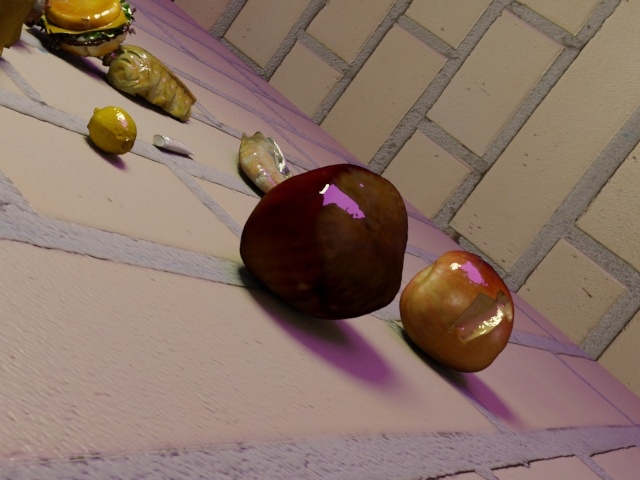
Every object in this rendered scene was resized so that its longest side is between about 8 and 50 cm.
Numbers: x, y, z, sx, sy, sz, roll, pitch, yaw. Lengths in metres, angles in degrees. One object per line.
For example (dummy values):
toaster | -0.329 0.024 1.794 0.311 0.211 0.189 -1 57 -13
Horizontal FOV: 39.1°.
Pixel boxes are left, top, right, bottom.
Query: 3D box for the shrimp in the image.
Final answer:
shrimp | -0.097 -0.141 1.802 0.168 0.077 0.317 44 13 -21

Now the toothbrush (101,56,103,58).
toothbrush | -0.409 -0.369 1.854 0.042 0.040 0.418 29 2 29

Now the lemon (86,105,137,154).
lemon | -0.291 -0.155 1.260 0.092 0.065 0.065 46 14 30

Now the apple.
apple | 0.223 0.120 1.457 0.199 0.199 0.199 35 11 -8

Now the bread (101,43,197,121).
bread | -0.324 -0.308 1.742 0.128 0.088 0.232 51 11 24

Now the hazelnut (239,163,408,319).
hazelnut | 0.000 0.000 1.208 0.229 0.229 0.229 35 11 -8

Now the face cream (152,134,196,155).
face cream | -0.248 -0.161 1.527 0.038 0.020 0.115 39 9 16

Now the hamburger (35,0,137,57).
hamburger | -0.428 -0.395 1.630 0.189 0.093 0.164 -1 45 -10

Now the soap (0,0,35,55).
soap | -0.532 -0.358 1.184 0.281 0.143 0.259 29 10 -12

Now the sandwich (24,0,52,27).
sandwich | -0.552 -0.463 1.459 0.301 0.162 0.250 37 15 14
